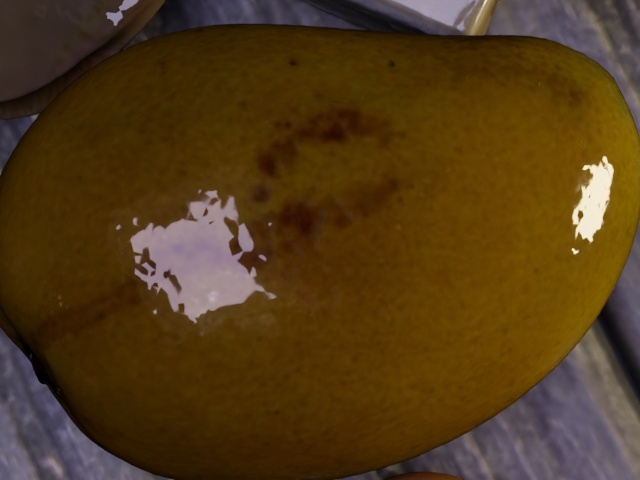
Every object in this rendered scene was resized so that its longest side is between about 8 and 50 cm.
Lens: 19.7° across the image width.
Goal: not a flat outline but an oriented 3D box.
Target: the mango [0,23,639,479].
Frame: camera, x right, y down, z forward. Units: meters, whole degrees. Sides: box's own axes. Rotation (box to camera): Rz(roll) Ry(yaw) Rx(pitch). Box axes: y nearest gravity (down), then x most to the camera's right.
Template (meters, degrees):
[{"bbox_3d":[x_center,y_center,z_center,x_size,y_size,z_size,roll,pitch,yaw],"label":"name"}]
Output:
[{"bbox_3d":[0.000,0.000,1.037,0.378,0.221,0.263,-14,81,-4],"label":"mango"}]

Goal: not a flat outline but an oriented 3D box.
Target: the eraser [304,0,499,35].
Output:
[{"bbox_3d":[0.095,-0.289,1.119,0.144,0.078,0.343,23,88,6],"label":"eraser"}]

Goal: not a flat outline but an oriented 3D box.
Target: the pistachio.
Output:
[{"bbox_3d":[-0.150,-0.197,1.096,0.213,0.163,0.260,11,88,40],"label":"pistachio"}]

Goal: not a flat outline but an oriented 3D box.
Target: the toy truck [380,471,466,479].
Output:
[{"bbox_3d":[-0.012,0.242,1.036,0.265,0.189,0.239,6,75,7],"label":"toy truck"}]
